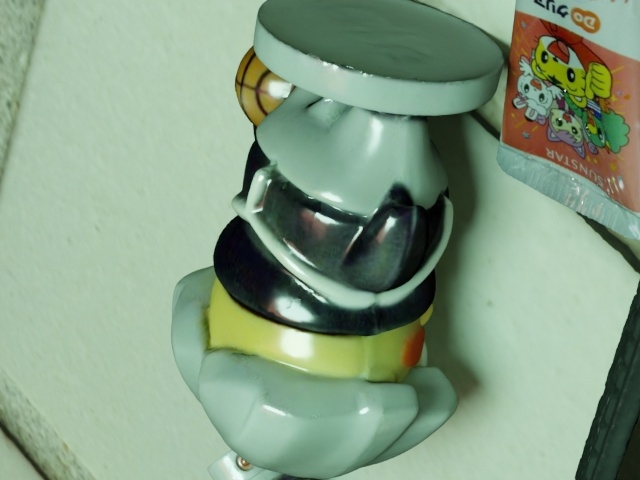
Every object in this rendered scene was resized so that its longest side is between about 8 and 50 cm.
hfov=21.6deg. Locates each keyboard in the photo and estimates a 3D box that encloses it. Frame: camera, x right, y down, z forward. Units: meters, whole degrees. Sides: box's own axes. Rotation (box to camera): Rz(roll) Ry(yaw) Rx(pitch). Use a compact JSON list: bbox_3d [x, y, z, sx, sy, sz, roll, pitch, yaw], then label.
[{"bbox_3d":[0.135,0.087,0.775,0.018,0.101,0.309,17,126,9],"label":"keyboard"}]

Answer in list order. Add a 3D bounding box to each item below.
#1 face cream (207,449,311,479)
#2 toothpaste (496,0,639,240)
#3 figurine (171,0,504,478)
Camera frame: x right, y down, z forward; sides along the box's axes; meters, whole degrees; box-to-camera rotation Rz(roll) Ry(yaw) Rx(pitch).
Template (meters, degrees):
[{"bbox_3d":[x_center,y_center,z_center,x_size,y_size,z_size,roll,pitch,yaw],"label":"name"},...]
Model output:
[{"bbox_3d":[0.010,0.219,0.975,0.229,0.075,0.075,55,137,11],"label":"face cream"},{"bbox_3d":[0.119,-0.112,0.734,0.089,0.057,0.234,32,139,35],"label":"toothpaste"},{"bbox_3d":[0.000,0.000,0.838,0.176,0.133,0.236,-130,45,-54],"label":"figurine"}]
